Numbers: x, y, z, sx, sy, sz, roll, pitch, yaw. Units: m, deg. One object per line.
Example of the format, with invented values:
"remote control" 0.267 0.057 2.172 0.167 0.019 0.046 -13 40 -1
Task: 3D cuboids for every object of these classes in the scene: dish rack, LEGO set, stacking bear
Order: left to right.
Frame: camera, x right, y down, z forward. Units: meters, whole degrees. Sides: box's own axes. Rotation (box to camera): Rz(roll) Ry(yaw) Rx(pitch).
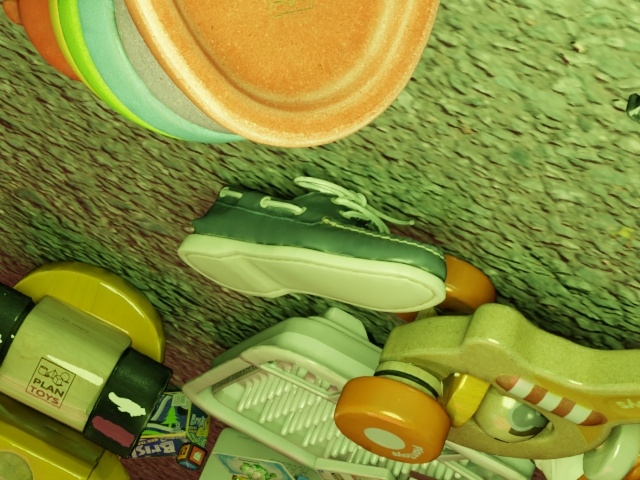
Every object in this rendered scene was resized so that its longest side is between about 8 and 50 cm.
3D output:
"stacking bear" -0.076 -0.136 1.019 0.175 0.164 0.289 -14 -168 -26
"LEGO set" -0.012 0.234 1.862 0.244 0.060 0.182 5 150 26
"dish rack" 0.040 0.156 1.734 0.285 0.072 0.333 29 160 -11

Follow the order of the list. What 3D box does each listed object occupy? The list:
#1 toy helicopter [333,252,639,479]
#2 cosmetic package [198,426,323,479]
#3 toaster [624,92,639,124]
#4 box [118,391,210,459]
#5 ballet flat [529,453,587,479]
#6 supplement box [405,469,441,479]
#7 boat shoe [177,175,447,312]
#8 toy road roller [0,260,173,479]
"toy helicopter" 0.200 0.116 1.363 0.355 0.140 0.235 -7 141 46
"cosmetic package" 0.050 0.397 2.191 0.230 0.161 0.453 11 155 35
"toaster" 0.268 -0.024 0.928 0.146 0.129 0.227 36 156 -33
"box" -0.210 0.204 2.105 0.169 0.054 0.059 -5 149 20
"ballet flat" 0.252 0.190 1.526 0.280 0.096 0.095 21 148 13
"supplement box" 0.100 0.248 1.715 0.043 0.055 0.083 15 158 30
"boat shoe" 0.000 0.000 1.381 0.095 0.079 0.254 36 160 -33
"toy road roller" -0.266 0.176 1.834 0.202 0.329 0.240 27 -164 -1
